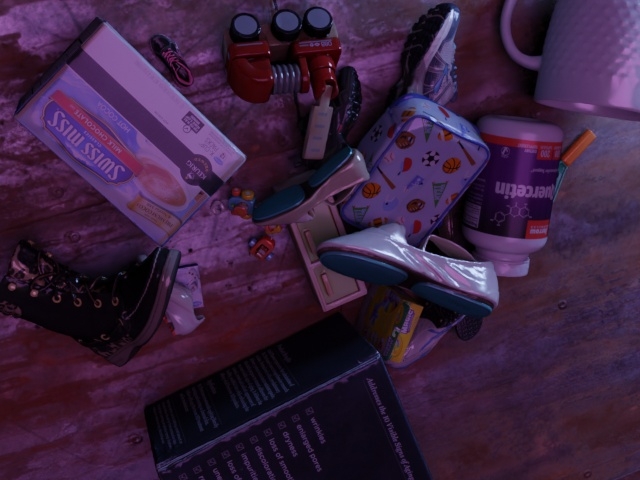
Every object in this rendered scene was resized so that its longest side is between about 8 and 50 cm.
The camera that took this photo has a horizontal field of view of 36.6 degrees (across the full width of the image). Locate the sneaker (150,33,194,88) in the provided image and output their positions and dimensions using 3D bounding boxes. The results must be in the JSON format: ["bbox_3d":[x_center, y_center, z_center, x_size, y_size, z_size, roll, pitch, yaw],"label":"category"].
[{"bbox_3d":[-0.277,-0.340,1.836,0.047,0.057,0.119,-38,109,-2],"label":"sneaker"}]

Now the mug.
[{"bbox_3d":[0.553,-0.431,1.965,0.374,0.276,0.328,11,96,12],"label":"mug"}]

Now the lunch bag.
[{"bbox_3d":[0.181,-0.130,1.949,0.243,0.115,0.303,22,121,-30],"label":"lunch bag"}]

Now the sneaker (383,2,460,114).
[{"bbox_3d":[0.227,-0.340,1.968,0.122,0.110,0.283,14,109,-25],"label":"sneaker"}]

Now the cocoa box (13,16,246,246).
[{"bbox_3d":[-0.347,-0.199,1.757,0.228,0.231,0.347,-46,111,0],"label":"cocoa box"}]

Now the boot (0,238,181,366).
[{"bbox_3d":[-0.432,0.088,1.778,0.284,0.377,0.138,24,56,-15],"label":"boot"}]

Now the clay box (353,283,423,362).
[{"bbox_3d":[0.141,0.164,1.996,0.053,0.222,0.127,19,98,-20],"label":"clay box"}]

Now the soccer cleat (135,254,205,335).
[{"bbox_3d":[-0.299,0.100,1.917,0.076,0.068,0.196,-31,116,-11],"label":"soccer cleat"}]

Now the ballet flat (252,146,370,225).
[{"bbox_3d":[-0.014,-0.082,1.860,0.248,0.086,0.086,-32,111,12],"label":"ballet flat"}]

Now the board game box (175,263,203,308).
[{"bbox_3d":[-0.287,0.098,1.963,0.090,0.020,0.090,-9,105,-14],"label":"board game box"}]

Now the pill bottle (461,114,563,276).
[{"bbox_3d":[0.396,-0.094,2.027,0.181,0.181,0.323,2,103,-17],"label":"pill bottle"}]

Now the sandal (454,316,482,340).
[{"bbox_3d":[0.317,0.131,2.143,0.067,0.040,0.179,-7,91,-20],"label":"sandal"}]

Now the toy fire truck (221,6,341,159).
[{"bbox_3d":[-0.062,-0.289,1.831,0.217,0.158,0.246,-8,69,-15],"label":"toy fire truck"}]

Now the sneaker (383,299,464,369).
[{"bbox_3d":[0.230,0.193,2.085,0.237,0.085,0.086,-41,144,21],"label":"sneaker"}]

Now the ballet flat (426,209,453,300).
[{"bbox_3d":[0.251,0.027,2.078,0.058,0.084,0.249,1,108,2],"label":"ballet flat"}]

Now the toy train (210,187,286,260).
[{"bbox_3d":[-0.141,-0.026,1.935,0.166,0.046,0.125,43,122,-17],"label":"toy train"}]

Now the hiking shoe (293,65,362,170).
[{"bbox_3d":[0.011,-0.246,1.925,0.114,0.086,0.227,11,78,16],"label":"hiking shoe"}]

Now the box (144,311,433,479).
[{"bbox_3d":[-0.042,0.484,1.985,0.472,0.297,0.480,-25,109,-7],"label":"box"}]

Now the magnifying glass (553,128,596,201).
[{"bbox_3d":[0.518,-0.152,2.132,0.092,0.026,0.231,43,88,-21],"label":"magnifying glass"}]

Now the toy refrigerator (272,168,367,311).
[{"bbox_3d":[0.000,0.000,1.980,0.102,0.094,0.269,-22,109,-7],"label":"toy refrigerator"}]

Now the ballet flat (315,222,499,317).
[{"bbox_3d":[0.178,0.040,1.930,0.400,0.139,0.139,19,98,-17],"label":"ballet flat"}]
